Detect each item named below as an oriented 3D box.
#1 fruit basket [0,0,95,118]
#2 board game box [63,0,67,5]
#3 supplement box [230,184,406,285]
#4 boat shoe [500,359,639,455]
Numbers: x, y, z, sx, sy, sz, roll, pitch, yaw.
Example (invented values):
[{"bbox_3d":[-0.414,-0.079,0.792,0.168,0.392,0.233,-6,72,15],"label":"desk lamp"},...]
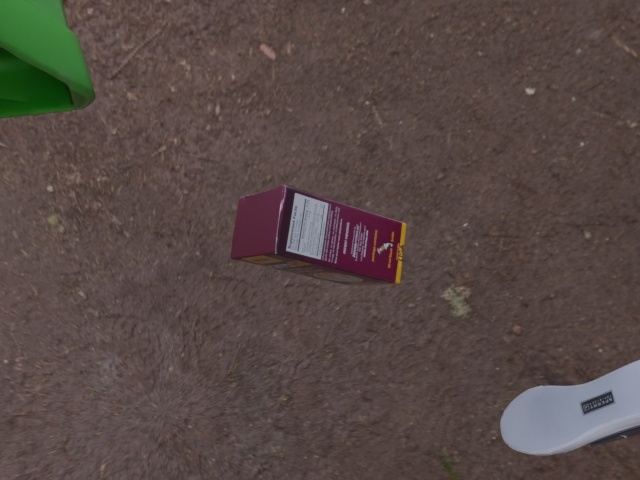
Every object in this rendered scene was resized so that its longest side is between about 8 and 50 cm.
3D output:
[{"bbox_3d":[-0.326,-0.065,0.303,0.391,0.283,0.393,-2,81,16],"label":"fruit basket"},{"bbox_3d":[-0.272,-0.321,0.428,0.290,0.232,0.141,19,53,-14],"label":"board game box"},{"bbox_3d":[0.000,0.000,0.848,0.188,0.104,0.081,15,77,-34],"label":"supplement box"},{"bbox_3d":[0.309,0.192,0.779,0.076,0.228,0.080,26,46,-29],"label":"boat shoe"}]
